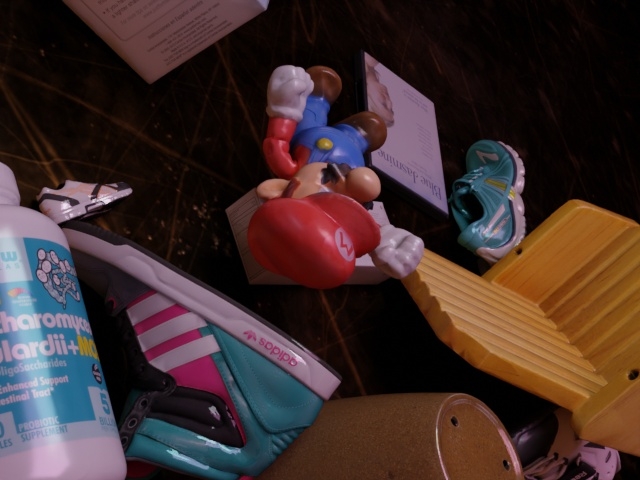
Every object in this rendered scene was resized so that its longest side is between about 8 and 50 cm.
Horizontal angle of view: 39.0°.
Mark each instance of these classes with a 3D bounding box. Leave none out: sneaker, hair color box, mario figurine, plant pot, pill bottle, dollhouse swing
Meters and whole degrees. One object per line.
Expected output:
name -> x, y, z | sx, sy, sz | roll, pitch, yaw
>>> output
sneaker -> -0.226, -0.044, 0.872 | 0.044, 0.040, 0.109 | 57, 34, 4
hair color box -> -0.235, -0.359, 0.939 | 0.374, 0.185, 0.113 | 44, 36, -32
mario figurine -> 0.027, -0.078, 0.981 | 0.198, 0.170, 0.320 | 10, 38, -3
sneaker -> 0.261, -0.076, 1.445 | 0.110, 0.107, 0.275 | 23, 39, -16
plant pot -> 0.045, 0.236, 0.801 | 0.237, 0.254, 0.237 | 31, 43, -34
pill bottle -> -0.244, 0.075, 0.665 | 0.146, 0.146, 0.264 | 1, 63, -50
dollhouse swing -> 0.319, 0.048, 1.171 | 0.305, 0.315, 0.347 | 43, 10, -27
sneaker -> -0.148, 0.116, 0.780 | 0.295, 0.178, 0.124 | 29, -11, 21
sneaker -> 0.329, 0.292, 1.217 | 0.330, 0.122, 0.146 | 0, 62, -50

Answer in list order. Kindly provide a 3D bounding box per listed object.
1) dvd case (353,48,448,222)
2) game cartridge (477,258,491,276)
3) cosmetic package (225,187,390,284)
dvd case -> 0.125, -0.166, 1.412 | 0.180, 0.022, 0.253 | 29, 44, -35
game cartridge -> 0.277, 0.065, 1.424 | 0.056, 0.017, 0.083 | 0, 64, -47
cosmetic package -> 0.000, 0.000, 1.096 | 0.239, 0.060, 0.099 | 4, 62, -49
